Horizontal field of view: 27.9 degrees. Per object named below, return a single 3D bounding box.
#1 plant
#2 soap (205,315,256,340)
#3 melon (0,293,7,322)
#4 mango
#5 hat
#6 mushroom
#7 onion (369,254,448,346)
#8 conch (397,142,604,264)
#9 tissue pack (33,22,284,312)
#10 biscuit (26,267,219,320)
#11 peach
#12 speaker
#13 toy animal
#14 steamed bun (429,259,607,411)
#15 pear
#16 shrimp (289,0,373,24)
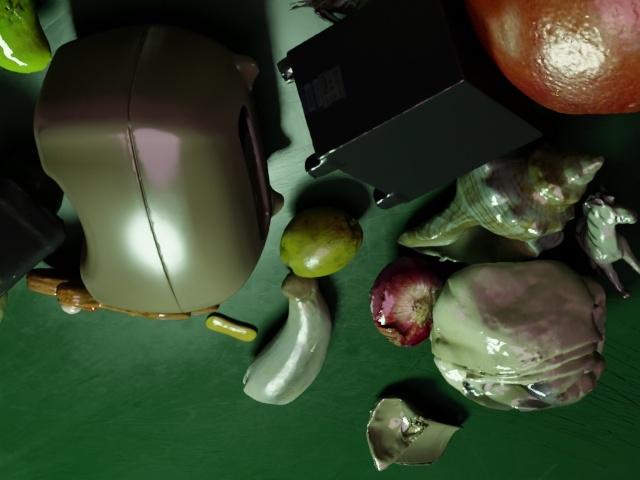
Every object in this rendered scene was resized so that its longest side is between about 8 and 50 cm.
[{"bbox_3d":[-0.463,-0.014,1.875,0.142,0.256,0.164,41,146,-23],"label":"plant"},{"bbox_3d":[-0.149,0.148,2.165,0.089,0.012,0.034,20,131,-15],"label":"soap"},{"bbox_3d":[-0.634,0.054,1.955,0.329,0.248,0.248,25,130,-28],"label":"melon"},{"bbox_3d":[-0.434,-0.316,1.691,0.125,0.111,0.233,-21,129,27],"label":"mango"},{"bbox_3d":[0.163,0.335,2.291,0.175,0.085,0.147,11,125,-38],"label":"hat"},{"bbox_3d":[-0.040,0.162,2.122,0.118,0.103,0.270,13,122,-16],"label":"mushroom"},{"bbox_3d":[0.123,0.086,2.037,0.150,0.140,0.150,-13,112,-33],"label":"onion"},{"bbox_3d":[0.270,-0.056,1.865,0.203,0.169,0.386,48,155,-11],"label":"conch"},{"bbox_3d":[-0.209,-0.093,1.772,0.277,0.267,0.387,-2,131,11],"label":"tissue pack"},{"bbox_3d":[-0.317,0.086,2.001,0.324,0.205,0.049,10,98,22],"label":"biscuit"},{"bbox_3d":[0.327,-0.330,1.504,0.290,0.372,0.372,-19,136,-19],"label":"peach"},{"bbox_3d":[0.116,-0.189,1.680,0.254,0.184,0.232,-27,153,27],"label":"speaker"},{"bbox_3d":[0.412,-0.006,1.874,0.073,0.217,0.176,-31,102,0],"label":"toy animal"},{"bbox_3d":[0.308,0.158,1.940,0.320,0.206,0.275,10,154,-39],"label":"steamed bun"},{"bbox_3d":[0.000,0.000,1.961,0.131,0.107,0.107,-35,122,17],"label":"pear"},{"bbox_3d":[0.048,-0.318,1.685,0.190,0.075,0.073,-1,166,17],"label":"shrimp"}]
